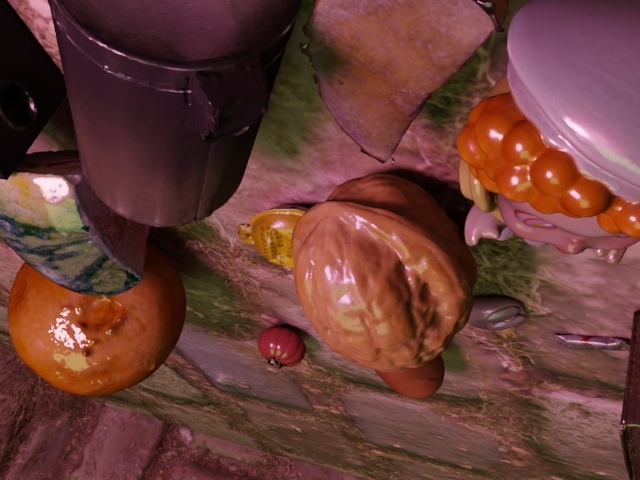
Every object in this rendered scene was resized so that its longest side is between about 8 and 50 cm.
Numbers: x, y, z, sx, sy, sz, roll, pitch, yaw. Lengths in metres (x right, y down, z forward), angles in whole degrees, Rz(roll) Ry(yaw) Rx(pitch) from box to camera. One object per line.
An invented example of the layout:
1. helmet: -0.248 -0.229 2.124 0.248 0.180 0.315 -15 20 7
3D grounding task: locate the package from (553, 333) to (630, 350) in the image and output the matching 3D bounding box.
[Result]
1. package: 0.421 0.159 0.977 0.110 0.015 0.037 -2 149 39

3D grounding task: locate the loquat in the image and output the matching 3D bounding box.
1. loquat: -0.411 0.129 1.181 0.328 0.328 0.328 17 151 9

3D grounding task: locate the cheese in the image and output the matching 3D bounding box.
1. cheese: 0.000 0.000 0.943 0.250 0.064 0.156 7 150 7

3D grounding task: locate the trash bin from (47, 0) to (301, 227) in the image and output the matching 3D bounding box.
1. trash bin: -0.149 -0.156 0.625 0.252 0.203 0.301 60 155 13

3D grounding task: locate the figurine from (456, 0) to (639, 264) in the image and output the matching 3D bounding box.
1. figurine: 0.208 -0.081 0.564 0.224 0.205 0.382 14 170 -7

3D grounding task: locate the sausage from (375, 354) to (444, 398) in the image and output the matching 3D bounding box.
1. sausage: 0.125 0.170 1.088 0.121 0.121 0.304 2 147 32

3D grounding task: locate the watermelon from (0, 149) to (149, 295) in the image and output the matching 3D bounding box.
1. watermelon: -0.363 -0.045 0.952 0.213 0.201 0.262 8 134 31

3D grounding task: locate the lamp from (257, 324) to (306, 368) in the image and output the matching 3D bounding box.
1. lamp: -0.084 0.230 1.362 0.107 0.092 0.107 16 153 8

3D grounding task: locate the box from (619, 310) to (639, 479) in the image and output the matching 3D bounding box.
1. box: 0.513 0.243 0.883 0.143 0.184 0.273 3 146 32

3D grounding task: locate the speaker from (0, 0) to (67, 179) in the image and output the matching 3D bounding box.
1. speaker: -0.502 -0.222 0.780 0.232 0.184 0.254 9 151 23

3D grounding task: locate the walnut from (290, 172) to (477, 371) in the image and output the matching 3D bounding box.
1. walnut: 0.073 0.037 0.790 0.257 0.224 0.257 23 151 14

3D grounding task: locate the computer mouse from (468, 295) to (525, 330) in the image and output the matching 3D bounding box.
1. computer mouse: 0.270 0.118 0.984 0.096 0.039 0.066 -4 143 38

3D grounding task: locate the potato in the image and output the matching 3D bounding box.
1. potato: 0.060 -0.181 0.555 0.138 0.098 0.243 27 154 -6
